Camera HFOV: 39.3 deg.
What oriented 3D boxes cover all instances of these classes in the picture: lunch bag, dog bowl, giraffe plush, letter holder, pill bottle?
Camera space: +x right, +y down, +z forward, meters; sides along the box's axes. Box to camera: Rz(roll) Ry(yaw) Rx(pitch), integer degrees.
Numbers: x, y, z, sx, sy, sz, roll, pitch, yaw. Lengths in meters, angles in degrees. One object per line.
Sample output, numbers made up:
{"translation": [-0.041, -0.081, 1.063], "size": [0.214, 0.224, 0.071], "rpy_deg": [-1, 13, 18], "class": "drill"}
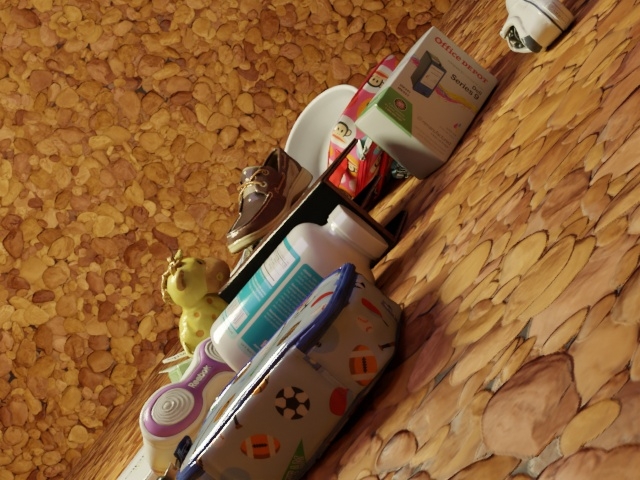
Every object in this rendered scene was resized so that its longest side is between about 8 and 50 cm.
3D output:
{"translation": [-0.038, 0.171, 1.027], "size": [0.303, 0.115, 0.243], "rpy_deg": [-48, 6, 16], "class": "lunch bag"}
{"translation": [0.041, -0.210, 2.019], "size": [0.265, 0.104, 0.264], "rpy_deg": [-28, 49, 37], "class": "dog bowl"}
{"translation": [-0.208, 0.100, 1.583], "size": [0.210, 0.170, 0.181], "rpy_deg": [-26, 21, -31], "class": "giraffe plush"}
{"translation": [0.000, 0.000, 1.511], "size": [0.302, 0.152, 0.214], "rpy_deg": [-46, 6, 32], "class": "letter holder"}
{"translation": [-0.023, 0.078, 1.263], "size": [0.264, 0.146, 0.146], "rpy_deg": [-49, 7, 9], "class": "pill bottle"}
{"translation": [0.095, -0.189, 1.727], "size": [0.258, 0.120, 0.293], "rpy_deg": [-52, -12, -18], "class": "lunch bag"}

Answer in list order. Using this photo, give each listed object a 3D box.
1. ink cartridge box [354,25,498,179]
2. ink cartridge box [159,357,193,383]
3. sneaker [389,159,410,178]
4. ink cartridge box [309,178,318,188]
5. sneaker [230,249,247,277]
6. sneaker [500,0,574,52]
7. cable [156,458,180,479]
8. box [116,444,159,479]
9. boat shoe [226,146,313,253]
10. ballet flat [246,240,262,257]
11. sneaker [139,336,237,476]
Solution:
{"translation": [0.184, -0.237, 1.536], "size": [0.212, 0.154, 0.093], "rpy_deg": [-54, 8, -28], "class": "ink cartridge box"}
{"translation": [-0.202, 0.231, 1.682], "size": [0.171, 0.056, 0.235], "rpy_deg": [-23, -5, -21], "class": "ink cartridge box"}
{"translation": [0.161, -0.140, 1.626], "size": [0.073, 0.063, 0.162], "rpy_deg": [-59, -4, 12], "class": "sneaker"}
{"translation": [0.002, -0.033, 1.792], "size": [0.067, 0.115, 0.198], "rpy_deg": [-48, 8, 26], "class": "ink cartridge box"}
{"translation": [-0.191, 0.129, 2.119], "size": [0.182, 0.127, 0.315], "rpy_deg": [-38, 16, 52], "class": "sneaker"}
{"translation": [0.335, -0.361, 1.474], "size": [0.091, 0.094, 0.258], "rpy_deg": [-45, 9, 12], "class": "sneaker"}
{"translation": [-0.232, 0.433, 1.240], "size": [0.139, 0.072, 0.287], "rpy_deg": [-5, 56, 56], "class": "cable"}
{"translation": [-0.267, 0.371, 1.643], "size": [0.232, 0.058, 0.322], "rpy_deg": [-53, 9, -22], "class": "box"}
{"translation": [-0.123, -0.093, 1.815], "size": [0.123, 0.123, 0.342], "rpy_deg": [-27, 17, 33], "class": "boat shoe"}
{"translation": [-0.103, 0.063, 1.890], "size": [0.483, 0.164, 0.182], "rpy_deg": [-95, 26, -77], "class": "ballet flat"}
{"translation": [-0.182, 0.258, 1.450], "size": [0.305, 0.114, 0.152], "rpy_deg": [-38, -35, -44], "class": "sneaker"}
